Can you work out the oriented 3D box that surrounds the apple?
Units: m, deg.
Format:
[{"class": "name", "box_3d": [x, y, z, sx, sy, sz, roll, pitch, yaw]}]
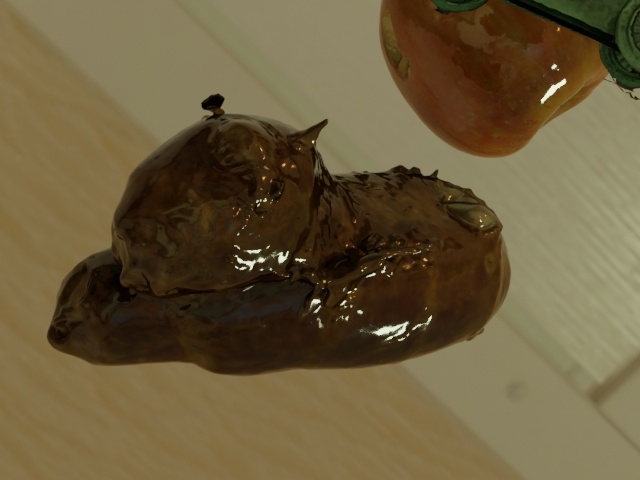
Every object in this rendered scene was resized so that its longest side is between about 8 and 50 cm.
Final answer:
[{"class": "apple", "box_3d": [0.177, -0.224, 1.816, 0.242, 0.241, 0.242, -40, 172, -6]}]

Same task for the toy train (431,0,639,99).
[{"class": "toy train", "box_3d": [0.205, -0.232, 1.354, 0.126, 0.307, 0.190, -56, 169, -81]}]

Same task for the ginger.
[{"class": "ginger", "box_3d": [0.000, 0.000, 1.417, 0.254, 0.418, 0.176, -61, -140, 40]}]
